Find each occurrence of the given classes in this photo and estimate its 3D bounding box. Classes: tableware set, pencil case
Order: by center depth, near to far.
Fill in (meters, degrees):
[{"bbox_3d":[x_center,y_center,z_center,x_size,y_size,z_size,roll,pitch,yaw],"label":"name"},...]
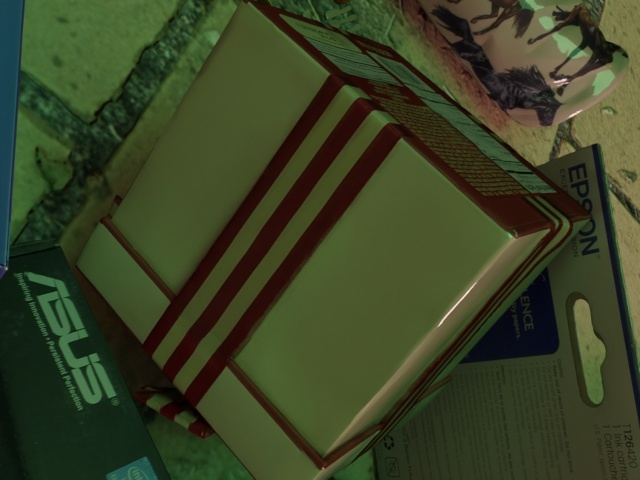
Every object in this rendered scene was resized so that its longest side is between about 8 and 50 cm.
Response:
[{"bbox_3d":[-0.015,-0.254,0.820,0.154,0.024,0.104,-34,100,-39],"label":"tableware set"},{"bbox_3d":[0.206,-0.321,0.928,0.410,0.160,0.183,47,69,-19],"label":"pencil case"}]

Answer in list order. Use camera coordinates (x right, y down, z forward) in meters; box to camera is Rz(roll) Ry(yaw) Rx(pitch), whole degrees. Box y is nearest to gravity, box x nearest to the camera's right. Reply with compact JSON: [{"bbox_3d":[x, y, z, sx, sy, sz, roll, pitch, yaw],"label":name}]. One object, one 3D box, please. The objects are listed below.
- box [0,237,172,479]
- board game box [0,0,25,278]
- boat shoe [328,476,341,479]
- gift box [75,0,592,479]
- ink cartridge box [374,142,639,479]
[{"bbox_3d":[-0.219,0.212,0.407,0.318,0.097,0.395,-14,70,-47],"label":"box"},{"bbox_3d":[-0.304,-0.137,0.456,0.233,0.078,0.347,14,53,-35],"label":"board game box"},{"bbox_3d":[-0.064,0.256,0.611,0.068,0.081,0.227,40,49,11],"label":"boat shoe"},{"bbox_3d":[0.000,0.000,0.571,0.276,0.258,0.255,46,23,24],"label":"gift box"},{"bbox_3d":[0.154,0.105,0.678,0.072,0.307,0.304,2,78,-38],"label":"ink cartridge box"}]
